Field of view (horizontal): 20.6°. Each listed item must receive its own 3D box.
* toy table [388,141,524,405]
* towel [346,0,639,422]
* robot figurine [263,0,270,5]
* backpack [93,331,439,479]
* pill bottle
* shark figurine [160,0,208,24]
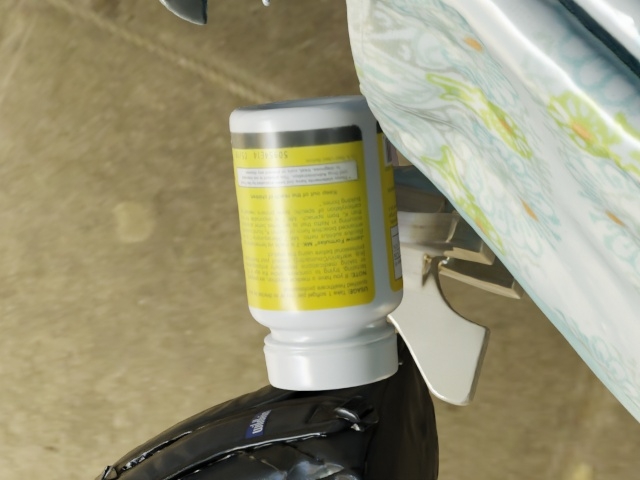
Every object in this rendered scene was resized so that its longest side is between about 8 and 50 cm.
[{"bbox_3d":[0.085,0.000,1.509,0.161,0.274,0.252,14,95,15],"label":"toy table"},{"bbox_3d":[0.154,-0.035,1.000,0.090,0.320,0.374,-41,74,-10],"label":"towel"},{"bbox_3d":[-0.045,-0.428,1.813,0.200,0.300,0.353,-11,130,-55],"label":"robot figurine"},{"bbox_3d":[-0.070,0.260,1.635,0.355,0.290,0.273,-11,112,14],"label":"backpack"},{"bbox_3d":[0.000,0.000,1.313,0.119,0.119,0.208,-8,98,-21],"label":"pill bottle"},{"bbox_3d":[-0.031,-0.157,0.805,0.278,0.166,0.116,2,92,1],"label":"shark figurine"}]
